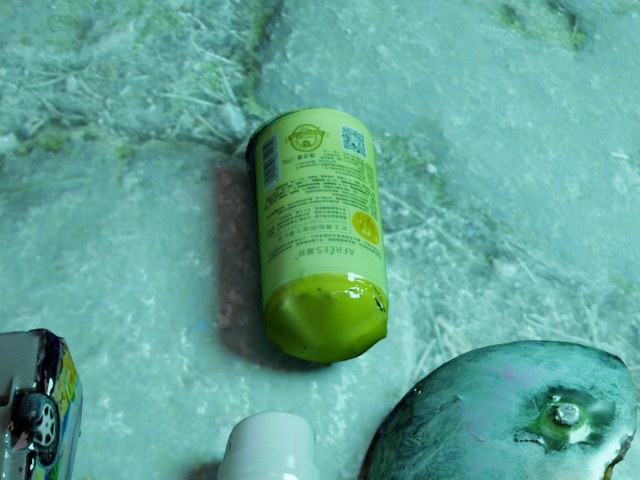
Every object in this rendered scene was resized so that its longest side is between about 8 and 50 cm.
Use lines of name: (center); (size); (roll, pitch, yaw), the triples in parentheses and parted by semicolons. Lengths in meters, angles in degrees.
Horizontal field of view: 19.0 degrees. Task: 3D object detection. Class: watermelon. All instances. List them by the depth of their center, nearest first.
watermelon: (0.151, 0.188, 1.633); (0.188, 0.175, 0.322); (20, 48, -8)

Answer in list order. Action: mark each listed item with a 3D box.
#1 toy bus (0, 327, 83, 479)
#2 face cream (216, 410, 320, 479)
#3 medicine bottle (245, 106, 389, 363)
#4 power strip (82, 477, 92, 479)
toy bus: (-0.248, 0.227, 1.459); (0.112, 0.138, 0.317); (-5, 53, 10)
face cream: (-0.049, 0.290, 1.522); (0.102, 0.102, 0.345); (13, 51, -13)
medicine bottle: (0.000, 0.000, 1.755); (0.124, 0.124, 0.239); (8, 53, -17)
power strip: (-0.173, 0.270, 1.519); (0.028, 0.049, 0.178); (4, 53, -27)
